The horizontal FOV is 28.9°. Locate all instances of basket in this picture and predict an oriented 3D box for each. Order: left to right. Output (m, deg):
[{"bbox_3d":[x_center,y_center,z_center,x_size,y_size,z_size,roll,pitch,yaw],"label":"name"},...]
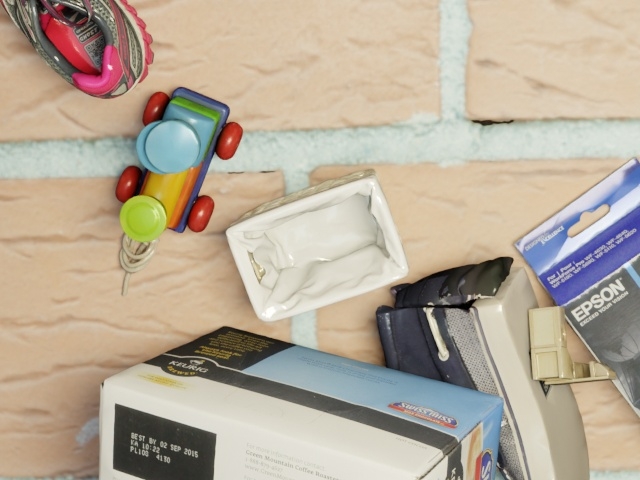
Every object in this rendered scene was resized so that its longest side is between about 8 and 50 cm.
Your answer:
[{"bbox_3d":[0.000,0.000,1.304,0.167,0.103,0.113,-19,102,8],"label":"basket"}]

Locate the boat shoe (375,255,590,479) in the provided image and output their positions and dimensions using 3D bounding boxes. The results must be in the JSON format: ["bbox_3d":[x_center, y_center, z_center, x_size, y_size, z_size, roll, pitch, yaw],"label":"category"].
[{"bbox_3d":[0.178,0.177,1.345,0.158,0.127,0.340,-8,112,31],"label":"boat shoe"}]

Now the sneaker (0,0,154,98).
[{"bbox_3d":[-0.281,-0.274,1.250,0.121,0.112,0.299,-39,98,13],"label":"sneaker"}]

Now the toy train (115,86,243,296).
[{"bbox_3d":[-0.173,-0.028,1.289,0.105,0.143,0.248,23,105,-1],"label":"toy train"}]

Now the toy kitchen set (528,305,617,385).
[{"bbox_3d":[0.264,0.109,1.280,0.068,0.083,0.075,-9,77,30],"label":"toy kitchen set"}]

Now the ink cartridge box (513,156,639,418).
[{"bbox_3d":[0.367,0.092,1.315,0.165,0.065,0.333,-38,98,8],"label":"ink cartridge box"}]

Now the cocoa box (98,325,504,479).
[{"bbox_3d":[-0.021,0.251,1.254,0.347,0.228,0.231,12,107,26],"label":"cocoa box"}]
